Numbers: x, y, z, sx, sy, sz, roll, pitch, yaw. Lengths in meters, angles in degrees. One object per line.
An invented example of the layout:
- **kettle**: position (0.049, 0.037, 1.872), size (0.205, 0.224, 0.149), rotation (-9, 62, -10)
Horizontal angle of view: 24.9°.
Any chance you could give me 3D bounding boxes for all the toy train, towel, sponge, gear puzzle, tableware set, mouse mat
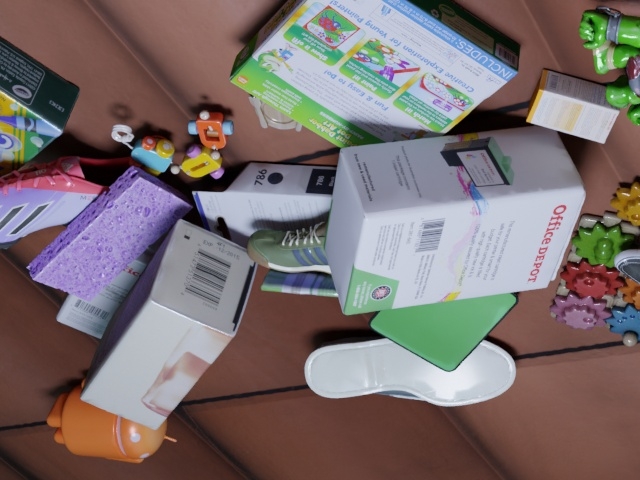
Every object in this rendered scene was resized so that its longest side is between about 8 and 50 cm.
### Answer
- **toy train**: position (-0.185, -0.136, 1.913), size (0.166, 0.046, 0.125), rotation (-1, 140, 16)
- **towel**: position (0.002, 0.046, 2.030), size (0.152, 0.113, 0.023), rotation (4, 112, 9)
- **sponge**: position (-0.286, -0.006, 1.967), size (0.210, 0.031, 0.117), rotation (-42, 143, 12)
- **gear puzzle**: position (0.414, 0.038, 1.922), size (0.176, 0.044, 0.339), rotation (12, 144, 5)
- **tableware set**: position (-0.009, -0.175, 1.814), size (0.169, 0.020, 0.141), rotation (12, 144, 6)
- **mouse mat**: position (0.175, 0.103, 2.083), size (0.153, 0.007, 0.189), rotation (30, 127, -9)

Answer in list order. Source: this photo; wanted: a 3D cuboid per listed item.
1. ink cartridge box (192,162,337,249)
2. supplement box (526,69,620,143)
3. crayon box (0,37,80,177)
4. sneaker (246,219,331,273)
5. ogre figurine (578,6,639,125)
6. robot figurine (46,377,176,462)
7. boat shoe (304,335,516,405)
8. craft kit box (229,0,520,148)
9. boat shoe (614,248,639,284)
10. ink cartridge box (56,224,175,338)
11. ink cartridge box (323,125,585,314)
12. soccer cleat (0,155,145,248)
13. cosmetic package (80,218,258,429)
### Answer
- **ink cartridge box**: position (0.005, -0.029, 1.969), size (0.333, 0.065, 0.165), rotation (4, 143, 14)
- **supplement box**: position (0.300, -0.158, 1.708), size (0.098, 0.036, 0.062), rotation (16, 145, 1)
- **crayon box**: position (-0.497, -0.161, 1.959), size (0.203, 0.083, 0.323), rotation (34, 141, -24)
- **sneaker**: position (0.000, 0.000, 1.911), size (0.192, 0.064, 0.086), rotation (12, 136, 3)
- **ogre figurine**: position (0.369, -0.187, 1.597), size (0.118, 0.097, 0.197), rotation (4, 133, 34)
- **robot figurine**: position (-0.361, 0.313, 2.507), size (0.220, 0.158, 0.128), rotation (2, -179, 19)
- **boat shoe**: position (0.140, 0.188, 2.211), size (0.320, 0.116, 0.099), rotation (-2, -176, 12)
- **craft kit box**: position (0.062, -0.207, 1.700), size (0.250, 0.061, 0.247), rotation (30, 135, -20)
- **boat shoe**: position (0.444, 0.051, 1.874), size (0.142, 0.040, 0.049), rotation (20, 137, -20)
- **ink cartridge box**: position (-0.272, 0.061, 2.157), size (0.172, 0.100, 0.237), rotation (24, 143, -13)
- **ink cartridge box**: position (0.159, -0.025, 1.778), size (0.278, 0.117, 0.201), rotation (-7, 144, -13)
- **soccer cleat**: position (-0.377, -0.064, 1.940), size (0.318, 0.108, 0.116), rotation (-6, 140, -31)
- **cosmetic package**: position (-0.212, 0.123, 2.010), size (0.129, 0.153, 0.296), rotation (26, 141, -13)
